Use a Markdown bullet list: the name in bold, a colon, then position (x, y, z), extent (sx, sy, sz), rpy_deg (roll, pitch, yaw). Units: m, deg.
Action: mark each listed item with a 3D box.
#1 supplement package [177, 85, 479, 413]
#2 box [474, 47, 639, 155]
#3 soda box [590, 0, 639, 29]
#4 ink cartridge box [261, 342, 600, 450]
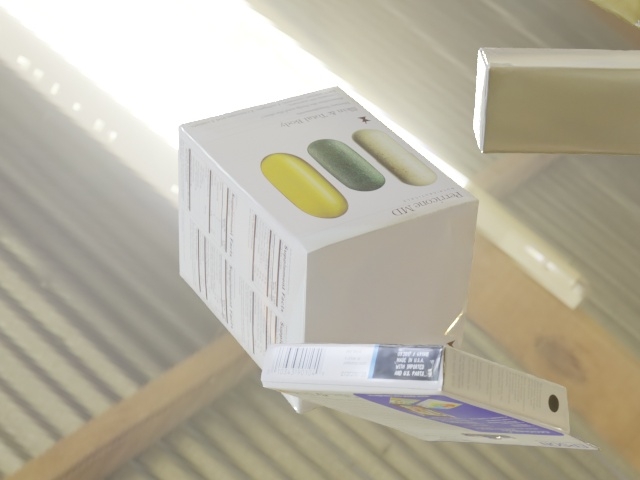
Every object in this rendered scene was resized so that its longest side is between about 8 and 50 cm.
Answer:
- **supplement package**: position (0.000, 0.000, 1.458), extent (0.199, 0.198, 0.263), rpy_deg (-17, -141, -26)
- **box**: position (0.322, -0.163, 1.670), extent (0.275, 0.113, 0.094), rpy_deg (2, -157, -1)
- **soda box**: position (0.308, -0.296, 1.543), extent (0.061, 0.058, 0.181), rpy_deg (-29, -132, -26)
- **ink cartridge box**: position (0.094, 0.130, 1.186), extent (0.208, 0.206, 0.045), rpy_deg (25, -110, -40)
